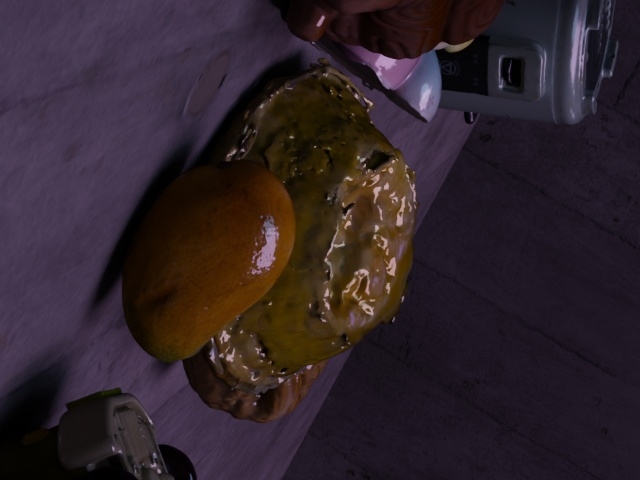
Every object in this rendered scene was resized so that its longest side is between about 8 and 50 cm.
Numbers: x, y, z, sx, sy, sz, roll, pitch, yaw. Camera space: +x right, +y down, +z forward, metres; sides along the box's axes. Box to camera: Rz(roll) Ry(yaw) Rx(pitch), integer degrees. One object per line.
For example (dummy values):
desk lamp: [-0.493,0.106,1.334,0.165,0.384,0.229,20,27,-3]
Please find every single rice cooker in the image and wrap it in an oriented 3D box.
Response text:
rice cooker: [0.179,-0.236,1.441,0.280,0.227,0.241,84,23,-44]

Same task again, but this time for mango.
mango: [-0.091,0.009,1.105,0.165,0.115,0.089,-40,-164,6]

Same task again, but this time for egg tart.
egg tart: [0.000,0.000,1.265,0.315,0.120,0.315,-36,133,-52]

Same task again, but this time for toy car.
toy car: [-0.187,0.255,1.084,0.198,0.247,0.204,-21,175,4]

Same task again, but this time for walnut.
walnut: [-0.062,0.100,1.450,0.155,0.155,0.184,-54,168,-32]

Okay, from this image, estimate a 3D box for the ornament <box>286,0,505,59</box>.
ornament: [0.060,-0.222,0.874,0.217,0.221,0.235,81,13,-83]

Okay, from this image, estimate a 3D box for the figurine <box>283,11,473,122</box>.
figurine: [0.127,-0.252,1.177,0.315,0.206,0.284,-50,153,4]
